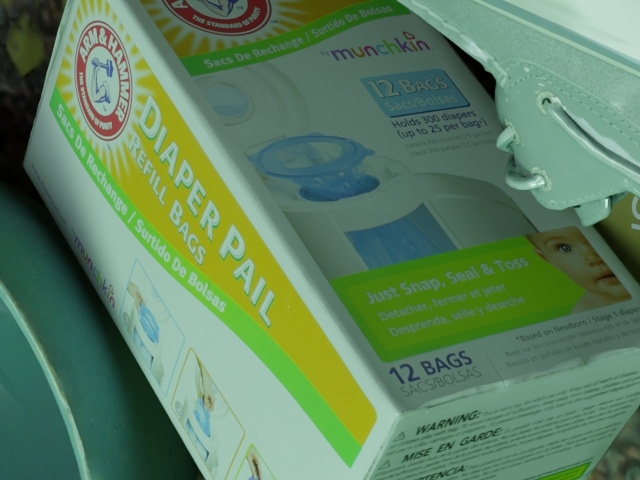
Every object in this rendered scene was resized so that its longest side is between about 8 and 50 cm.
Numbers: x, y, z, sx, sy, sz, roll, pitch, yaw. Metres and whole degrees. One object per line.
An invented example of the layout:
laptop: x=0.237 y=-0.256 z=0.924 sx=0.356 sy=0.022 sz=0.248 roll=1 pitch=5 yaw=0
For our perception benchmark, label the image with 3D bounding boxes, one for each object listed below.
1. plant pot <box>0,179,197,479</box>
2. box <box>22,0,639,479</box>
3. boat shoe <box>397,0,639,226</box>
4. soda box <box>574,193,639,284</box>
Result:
plant pot: x=-0.162 y=0.092 z=0.717 sx=0.290 sy=0.195 sz=0.290 roll=3 pitch=97 yaw=24
box: x=0.000 y=0.000 z=0.597 sx=0.203 sy=0.114 sz=0.103 roll=56 pitch=141 yaw=30
boat shoe: x=0.088 y=-0.037 z=0.510 sx=0.227 sy=0.079 sz=0.081 roll=30 pitch=117 yaw=17
soda box: x=0.120 y=-0.057 z=0.572 sx=0.058 sy=0.061 sz=0.181 roll=14 pitch=115 yaw=30
